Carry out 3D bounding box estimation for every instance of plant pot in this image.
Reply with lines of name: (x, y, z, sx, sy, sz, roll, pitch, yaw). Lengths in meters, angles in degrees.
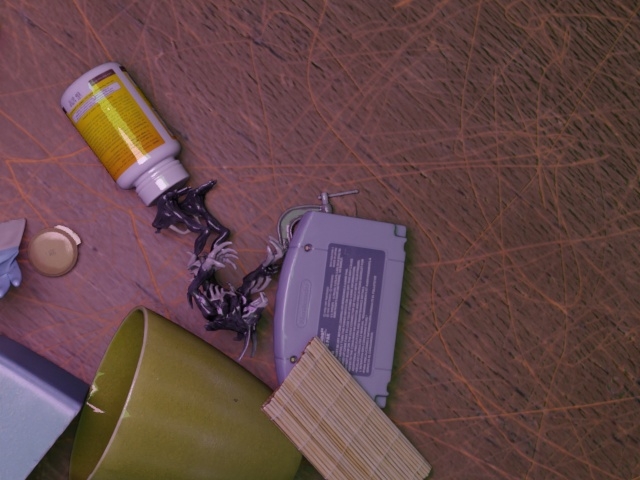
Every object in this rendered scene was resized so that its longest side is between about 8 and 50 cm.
plant pot: (-0.180, 0.273, 1.537, 0.293, 0.275, 0.275, 22, 83, -20)
plant pot: (-0.509, 0.242, 1.481, 0.252, 0.248, 0.247, 40, 83, -8)

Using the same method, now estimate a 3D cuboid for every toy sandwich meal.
toy sandwich meal: (-0.418, 0.015, 1.634, 0.085, 0.029, 0.086, -1, 97, -6)

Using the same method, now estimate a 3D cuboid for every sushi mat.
sushi mat: (0.048, 0.302, 1.572, 0.316, 0.019, 0.151, 50, 53, -21)

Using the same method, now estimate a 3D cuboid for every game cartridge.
game cartridge: (0.027, 0.107, 1.629, 0.196, 0.060, 0.294, 10, 85, -23)

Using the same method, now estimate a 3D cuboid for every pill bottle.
pill bottle: (-0.297, -0.161, 1.613, 0.117, 0.117, 0.215, -36, 89, -7)

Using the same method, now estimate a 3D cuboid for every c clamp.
c clamp: (0.000, 0.000, 1.674, 0.137, 0.022, 0.161, -4, 85, -6)

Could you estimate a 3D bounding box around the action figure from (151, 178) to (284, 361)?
action figure: (-0.145, 0.040, 1.590, 0.141, 0.164, 0.276, -34, 80, 26)

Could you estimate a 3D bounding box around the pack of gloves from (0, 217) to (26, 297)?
pack of gloves: (-0.532, 0.058, 1.544, 0.195, 0.232, 0.046, -13, 120, -6)
